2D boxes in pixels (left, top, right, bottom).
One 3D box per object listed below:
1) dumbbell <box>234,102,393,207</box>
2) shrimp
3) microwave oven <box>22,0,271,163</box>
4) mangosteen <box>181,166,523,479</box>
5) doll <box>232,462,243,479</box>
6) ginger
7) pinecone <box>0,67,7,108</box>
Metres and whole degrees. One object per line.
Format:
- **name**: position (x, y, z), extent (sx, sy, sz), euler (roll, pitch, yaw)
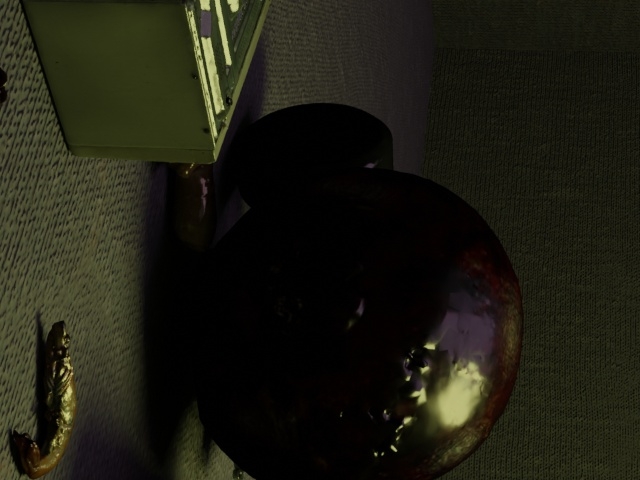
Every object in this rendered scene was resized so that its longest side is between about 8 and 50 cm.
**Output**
- **dumbbell**: position (0.000, 0.000, 1.635), extent (0.203, 0.204, 0.322), euler (-72, 161, -55)
- **shrimp**: position (-0.218, 0.128, 0.990), extent (0.091, 0.025, 0.127), euler (-30, 125, -76)
- **microwave oven**: position (-0.132, -0.211, 1.047), extent (0.194, 0.145, 0.240), euler (87, 12, -45)
- **mangosteen**: position (0.024, 0.117, 1.383), extent (0.421, 0.381, 0.380), euler (114, -14, -62)
- **doll**: position (-0.099, 0.201, 1.535), extent (0.096, 0.070, 0.195), euler (39, 46, -58)
- **ginger**: position (-0.138, -0.086, 1.283), extent (0.133, 0.059, 0.214), euler (-69, 163, -75)
- **pinecone**: position (-0.232, -0.092, 0.739), extent (0.083, 0.077, 0.077), euler (5, 88, -56)
